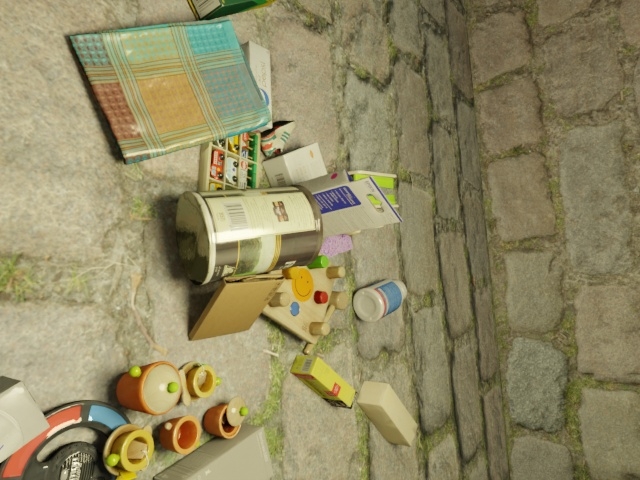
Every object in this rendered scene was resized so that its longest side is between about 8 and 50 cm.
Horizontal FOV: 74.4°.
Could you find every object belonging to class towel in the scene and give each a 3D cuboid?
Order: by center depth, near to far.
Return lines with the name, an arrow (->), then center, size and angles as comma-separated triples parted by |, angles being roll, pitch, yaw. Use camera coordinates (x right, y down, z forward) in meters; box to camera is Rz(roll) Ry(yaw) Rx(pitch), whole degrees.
towel -> -0.303, -0.343, 0.931 | 0.370, 0.040, 0.272 | -28, 99, -35

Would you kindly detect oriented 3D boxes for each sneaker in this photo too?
sneaker -> -0.124, -0.300, 1.238 | 0.161, 0.057, 0.075 | -48, 138, -46

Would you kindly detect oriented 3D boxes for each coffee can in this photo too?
coffee can -> -0.162, -0.021, 0.962 | 0.275, 0.201, 0.202 | -8, 91, -35

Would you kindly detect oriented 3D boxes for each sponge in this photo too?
sponge -> 0.028, -0.006, 1.387 | 0.210, 0.031, 0.117 | -18, 98, -51

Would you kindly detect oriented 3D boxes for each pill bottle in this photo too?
pill bottle -> 0.224, 0.208, 1.525 | 0.221, 0.124, 0.124 | -13, 94, -51

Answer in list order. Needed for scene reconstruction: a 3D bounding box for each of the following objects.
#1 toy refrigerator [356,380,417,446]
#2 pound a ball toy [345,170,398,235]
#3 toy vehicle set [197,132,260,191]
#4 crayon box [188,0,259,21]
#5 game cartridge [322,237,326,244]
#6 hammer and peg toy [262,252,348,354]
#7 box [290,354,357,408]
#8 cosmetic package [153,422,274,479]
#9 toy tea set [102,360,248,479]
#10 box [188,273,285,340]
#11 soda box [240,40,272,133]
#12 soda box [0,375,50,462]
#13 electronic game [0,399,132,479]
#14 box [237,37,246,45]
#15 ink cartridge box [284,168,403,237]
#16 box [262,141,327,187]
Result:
toy refrigerator -> 0.242, 0.613, 1.497 | 0.270, 0.102, 0.094 | 56, 45, -28
pound a ball toy -> 0.148, -0.130, 1.479 | 0.319, 0.135, 0.208 | -8, 94, -53
toy vehicle set -> -0.232, -0.177, 1.085 | 0.166, 0.035, 0.267 | 14, 73, -50
crayon box -> -0.269, -0.789, 1.084 | 0.313, 0.106, 0.363 | -48, 121, -44
game cartridge -> 0.000, 0.000, 1.287 | 0.083, 0.017, 0.056 | -60, 169, -20
hammer and peg toy -> -0.027, 0.161, 1.212 | 0.361, 0.127, 0.266 | 44, 52, -38
box -> 0.014, 0.423, 1.255 | 0.232, 0.087, 0.058 | 52, 48, -34
cosmetic package -> -0.225, 0.517, 0.925 | 0.238, 0.107, 0.127 | -17, 94, -48
toy tea set -> -0.263, 0.343, 0.860 | 0.336, 0.124, 0.200 | 17, 64, -58
box -> -0.191, 0.152, 0.966 | 0.164, 0.201, 0.021 | 0, 46, -46
soda box -> -0.178, -0.397, 1.103 | 0.073, 0.069, 0.216 | 4, 81, -50
soda box -> -0.542, 0.310, 0.565 | 0.286, 0.098, 0.091 | -37, 113, -49
electronic game -> -0.429, 0.398, 0.730 | 0.229, 0.048, 0.229 | 11, 76, -50
box -> -0.241, -0.453, 1.120 | 0.145, 0.038, 0.186 | 10, 77, -50
ink cartridge box -> 0.018, -0.087, 1.116 | 0.176, 0.370, 0.069 | 46, 49, -38
box -> -0.068, -0.202, 1.251 | 0.170, 0.091, 0.130 | -35, 111, -48
